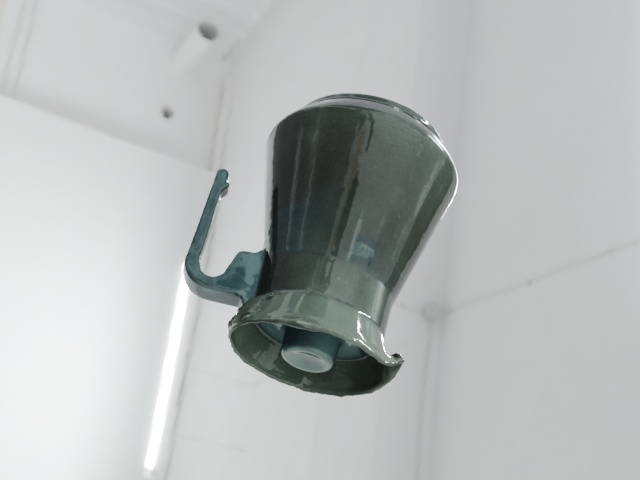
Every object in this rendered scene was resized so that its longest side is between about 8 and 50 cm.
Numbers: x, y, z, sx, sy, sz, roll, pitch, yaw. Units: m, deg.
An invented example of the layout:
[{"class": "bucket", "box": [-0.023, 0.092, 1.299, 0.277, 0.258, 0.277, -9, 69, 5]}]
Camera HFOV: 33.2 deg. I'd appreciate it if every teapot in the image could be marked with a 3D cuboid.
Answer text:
[{"class": "teapot", "box": [0.000, 0.000, 0.902, 0.171, 0.203, 0.225, 105, 1, -60]}]
